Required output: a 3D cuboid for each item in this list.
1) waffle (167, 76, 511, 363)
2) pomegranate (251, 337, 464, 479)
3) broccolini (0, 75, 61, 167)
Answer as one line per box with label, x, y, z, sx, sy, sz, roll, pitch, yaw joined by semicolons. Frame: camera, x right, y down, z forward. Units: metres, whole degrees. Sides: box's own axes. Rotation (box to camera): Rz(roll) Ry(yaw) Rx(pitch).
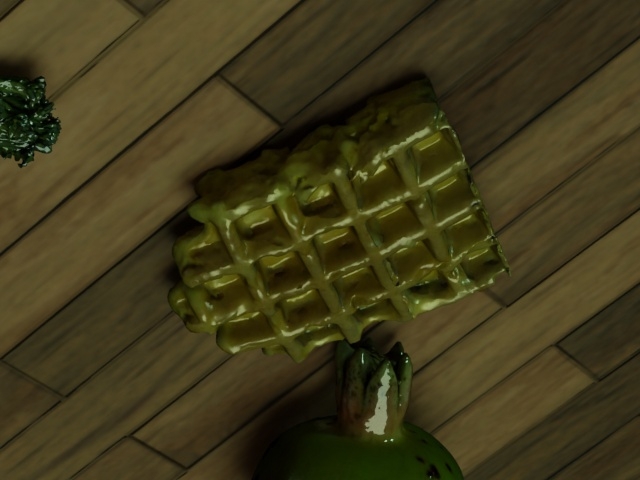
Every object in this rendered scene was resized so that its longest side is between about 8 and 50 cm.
waffle;0.000;0.000;1.176;0.211;0.055;0.160;-22;135;4
pomegranate;0.026;0.170;1.291;0.159;0.159;0.205;2;104;-20
broccolini;-0.257;-0.095;1.016;0.239;0.051;0.054;16;131;-22
